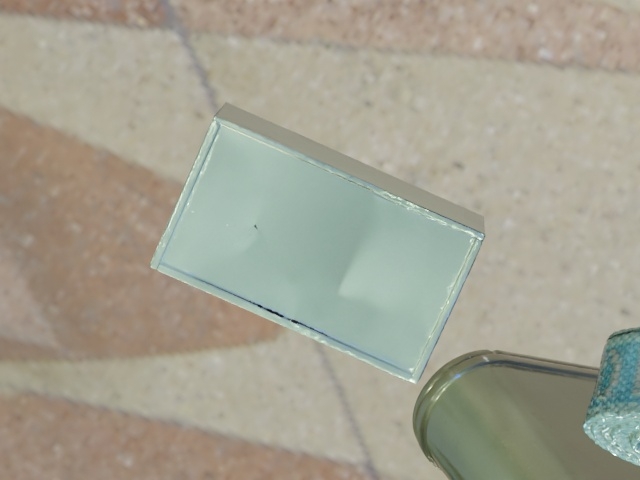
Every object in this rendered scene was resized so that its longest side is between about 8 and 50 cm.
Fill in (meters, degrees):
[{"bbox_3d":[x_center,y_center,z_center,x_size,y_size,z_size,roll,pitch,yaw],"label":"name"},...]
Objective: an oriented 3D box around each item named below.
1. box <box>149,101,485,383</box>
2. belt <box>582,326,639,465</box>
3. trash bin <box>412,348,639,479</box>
[{"bbox_3d":[0.000,0.000,1.444,0.225,0.130,0.086,24,-168,-1],"label":"box"},{"bbox_3d":[0.259,0.111,1.210,0.163,0.082,0.147,26,160,-17],"label":"belt"},{"bbox_3d":[0.228,0.209,1.584,0.243,0.247,0.121,11,112,-27],"label":"trash bin"}]
